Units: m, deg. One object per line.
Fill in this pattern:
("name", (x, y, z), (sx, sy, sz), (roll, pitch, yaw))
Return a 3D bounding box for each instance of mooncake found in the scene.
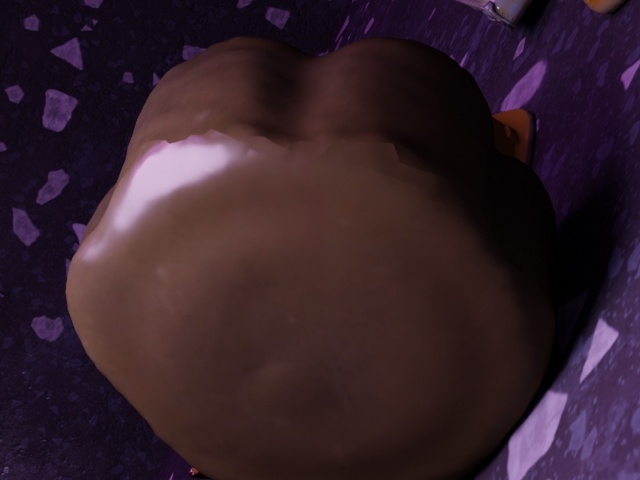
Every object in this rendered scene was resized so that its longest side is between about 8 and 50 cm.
("mooncake", (-0.001, 0.029, 1.196), (0.467, 0.467, 0.262), (-60, 9, 32))

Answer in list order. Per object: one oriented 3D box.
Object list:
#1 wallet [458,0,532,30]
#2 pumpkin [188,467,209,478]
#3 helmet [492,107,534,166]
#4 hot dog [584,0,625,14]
("wallet", (0.317, -0.447, 1.702), (0.309, 0.077, 0.223), (-57, 8, 10))
("pumpkin", (-0.109, 0.338, 2.136), (0.278, 0.111, 0.163), (-64, 25, 4))
("helmet", (0.140, -0.095, 1.481), (0.205, 0.140, 0.257), (-17, 43, 51))
("hot dog", (0.342, -0.372, 1.408), (0.084, 0.073, 0.242), (121, 170, -63))
